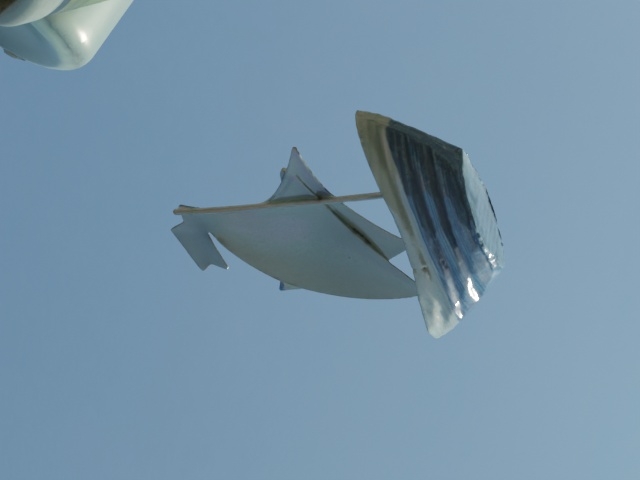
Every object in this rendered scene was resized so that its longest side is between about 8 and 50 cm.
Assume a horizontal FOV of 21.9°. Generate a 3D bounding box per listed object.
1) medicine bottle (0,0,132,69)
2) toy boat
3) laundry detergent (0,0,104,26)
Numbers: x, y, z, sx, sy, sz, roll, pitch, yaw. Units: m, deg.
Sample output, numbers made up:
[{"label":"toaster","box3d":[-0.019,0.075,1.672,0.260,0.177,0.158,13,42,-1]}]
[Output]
[{"label":"medicine bottle","box3d":[-0.146,-0.229,1.037,0.139,0.139,0.225,32,-103,5]},{"label":"toy boat","box3d":[0.010,0.006,0.683,0.105,0.149,0.034,48,-142,-17]},{"label":"laundry detergent","box3d":[-0.059,-0.162,0.741,0.070,0.099,0.226,31,-145,27]}]
